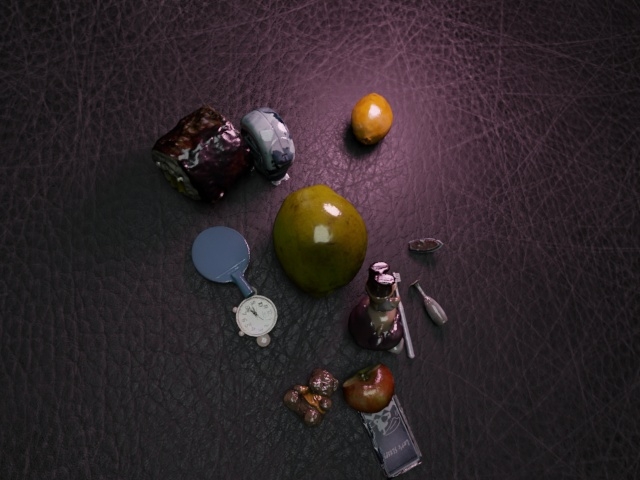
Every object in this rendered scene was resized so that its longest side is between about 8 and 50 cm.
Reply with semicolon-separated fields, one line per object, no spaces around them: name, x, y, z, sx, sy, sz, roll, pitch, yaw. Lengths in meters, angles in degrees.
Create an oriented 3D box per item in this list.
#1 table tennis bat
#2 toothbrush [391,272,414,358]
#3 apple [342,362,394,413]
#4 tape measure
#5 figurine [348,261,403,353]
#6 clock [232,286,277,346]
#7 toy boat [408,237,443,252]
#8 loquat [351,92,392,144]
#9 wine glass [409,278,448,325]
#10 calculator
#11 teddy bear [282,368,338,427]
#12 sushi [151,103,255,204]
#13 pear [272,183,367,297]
table tennis bat;-0.355;0.083;1.552;0.215;0.044;0.329;-34;71;-17
toothbrush;0.329;0.296;1.635;0.030;0.025;0.342;-5;75;-12
apple;0.177;0.531;1.461;0.195;0.173;0.160;-29;64;-21
tape measure;-0.211;-0.376;1.605;0.147;0.256;0.275;-31;86;-19
figurine;0.226;0.239;1.482;0.206;0.364;0.218;-6;40;-26
clock;-0.240;0.285;1.530;0.156;0.063;0.229;-17;75;-10
toy boat;0.440;0.020;1.705;0.140;0.066;0.059;-5;86;19
loquat;0.220;-0.520;1.747;0.176;0.187;0.234;14;64;7
wine glass;0.436;0.249;1.643;0.066;0.066;0.198;-31;82;-15
calculator;0.259;0.720;1.510;0.166;0.028;0.273;-20;81;-17
teddy bear;-0.017;0.555;1.460;0.190;0.177;0.140;-57;134;-16
sushi;-0.434;-0.312;1.536;0.299;0.281;0.294;37;68;23
pear;0.000;0.000;1.511;0.352;0.352;0.413;-16;88;-13
